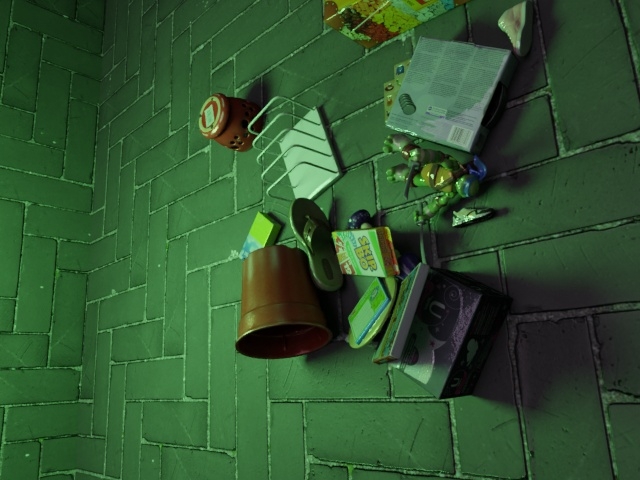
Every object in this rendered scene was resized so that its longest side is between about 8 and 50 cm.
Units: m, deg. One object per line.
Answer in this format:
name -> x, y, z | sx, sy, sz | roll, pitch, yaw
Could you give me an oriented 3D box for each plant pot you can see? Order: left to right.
plant pot -> -0.331, -0.435, 1.927 | 0.191, 0.174, 0.190 | -11, 74, 41
plant pot -> -0.118, 0.172, 1.535 | 0.272, 0.273, 0.264 | -34, 51, 36

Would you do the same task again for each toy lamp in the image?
toy lamp -> 0.176, 0.019, 1.385 | 0.080, 0.080, 0.274 | -57, 46, 21

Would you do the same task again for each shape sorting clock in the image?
shape sorting clock -> 0.132, 0.179, 1.333 | 0.206, 0.040, 0.206 | -54, 17, 26

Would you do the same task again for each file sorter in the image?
file sorter -> -0.090, -0.276, 1.647 | 0.193, 0.173, 0.277 | -38, 57, 35

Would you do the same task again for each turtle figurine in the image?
turtle figurine -> 0.224, -0.140, 1.267 | 0.274, 0.198, 0.266 | -50, 39, 4

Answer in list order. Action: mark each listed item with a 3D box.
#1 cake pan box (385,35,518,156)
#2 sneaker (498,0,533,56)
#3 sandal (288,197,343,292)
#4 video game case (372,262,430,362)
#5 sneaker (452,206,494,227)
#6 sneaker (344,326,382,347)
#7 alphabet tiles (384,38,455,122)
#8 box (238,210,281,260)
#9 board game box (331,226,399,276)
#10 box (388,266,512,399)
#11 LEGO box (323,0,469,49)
cake pan box -> 0.319, -0.357, 1.297 | 0.267, 0.070, 0.245 | 26, 102, 36
sneaker -> 0.450, -0.484, 1.229 | 0.070, 0.051, 0.134 | 0, 78, 47
sandal -> 0.002, 0.001, 1.529 | 0.302, 0.120, 0.086 | 67, 152, 20
video game case -> 0.176, 0.176, 1.194 | 0.025, 0.285, 0.203 | 20, 75, 4
sneaker -> 0.356, -0.062, 1.243 | 0.109, 0.040, 0.043 | -17, 68, 42
sneaker -> 0.133, 0.242, 1.393 | 0.167, 0.065, 0.076 | 0, 76, 43
alphabet tiles -> 0.264, -0.402, 1.419 | 0.237, 0.009, 0.198 | -9, 79, 47
box -> -0.207, 0.004, 1.799 | 0.109, 0.043, 0.178 | 39, 110, 43
board game box -> 0.114, 0.030, 1.389 | 0.259, 0.039, 0.124 | -4, 102, 62
box -> 0.284, 0.203, 1.186 | 0.163, 0.142, 0.247 | 29, 102, 45
LEGO box -> 0.208, -0.850, 1.447 | 0.373, 0.193, 0.499 | -8, 76, 45
